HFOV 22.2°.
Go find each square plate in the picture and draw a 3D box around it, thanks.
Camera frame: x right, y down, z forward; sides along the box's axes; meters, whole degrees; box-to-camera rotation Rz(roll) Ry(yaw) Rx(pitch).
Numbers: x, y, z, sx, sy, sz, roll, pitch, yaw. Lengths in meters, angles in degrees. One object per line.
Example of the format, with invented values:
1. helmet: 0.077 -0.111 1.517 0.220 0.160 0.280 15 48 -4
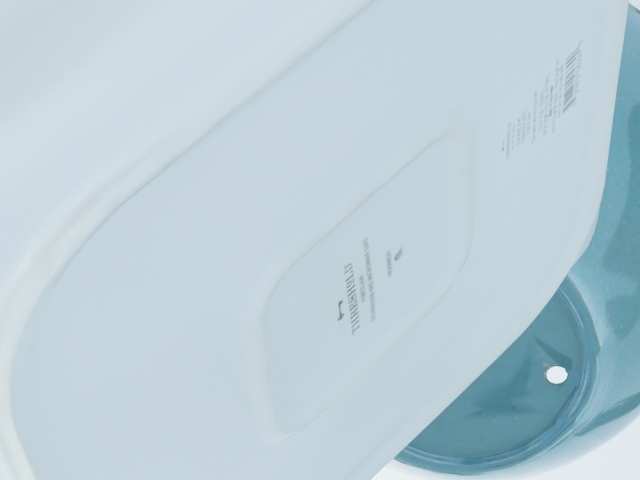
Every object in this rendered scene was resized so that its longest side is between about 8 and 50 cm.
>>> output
1. square plate: 0.000 0.000 0.535 0.049 0.344 0.347 38 -25 26

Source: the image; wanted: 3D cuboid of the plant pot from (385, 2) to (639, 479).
1. plant pot: 0.079 0.015 0.864 0.195 0.290 0.290 -76 179 -64
